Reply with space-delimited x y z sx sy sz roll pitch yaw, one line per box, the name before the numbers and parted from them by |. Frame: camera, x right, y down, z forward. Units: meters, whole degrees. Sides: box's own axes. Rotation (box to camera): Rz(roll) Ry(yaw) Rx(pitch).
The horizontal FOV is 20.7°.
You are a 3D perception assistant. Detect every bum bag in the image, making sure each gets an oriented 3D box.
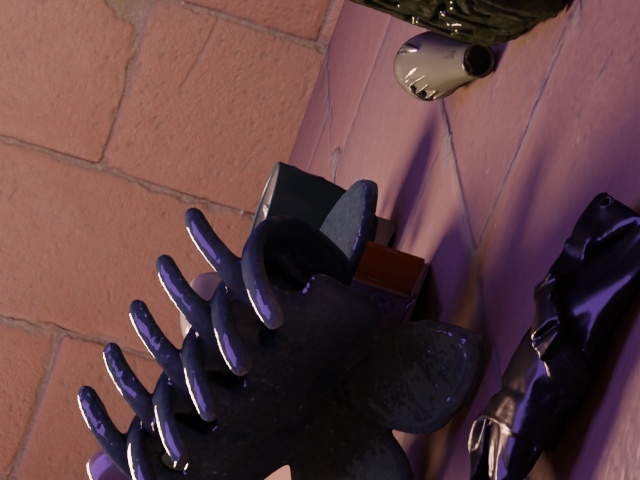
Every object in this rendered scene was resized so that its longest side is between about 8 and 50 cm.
bum bag | 0.170 0.086 1.287 0.123 0.060 0.248 -95 24 -73

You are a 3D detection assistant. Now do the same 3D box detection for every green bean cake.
green bean cake | 0.124 -0.294 1.780 0.255 0.241 0.132 -170 99 -82

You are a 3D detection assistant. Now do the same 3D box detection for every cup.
cup | 0.000 0.000 2.280 0.299 0.173 0.167 -123 49 -81

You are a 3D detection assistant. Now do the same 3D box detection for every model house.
model house | 0.064 0.080 1.952 0.219 0.136 0.207 -50 -59 -73

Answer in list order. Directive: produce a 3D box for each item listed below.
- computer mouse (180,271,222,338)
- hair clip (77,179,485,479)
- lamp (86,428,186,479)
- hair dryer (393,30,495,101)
computer mouse | -0.073 0.147 2.355 0.121 0.297 0.184 -32 42 16
hair clip | -0.050 0.122 1.669 0.318 0.238 0.392 -56 45 30
lamp | -0.083 0.309 1.894 0.247 0.301 0.247 -34 -8 5
hair dryer | 0.174 -0.248 2.042 0.225 0.088 0.219 -55 19 14
